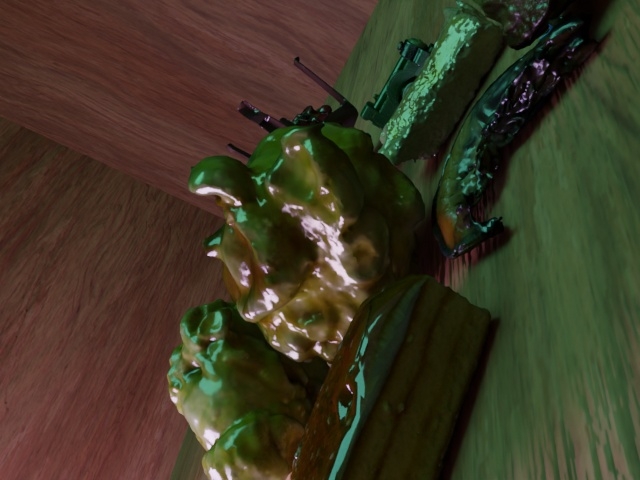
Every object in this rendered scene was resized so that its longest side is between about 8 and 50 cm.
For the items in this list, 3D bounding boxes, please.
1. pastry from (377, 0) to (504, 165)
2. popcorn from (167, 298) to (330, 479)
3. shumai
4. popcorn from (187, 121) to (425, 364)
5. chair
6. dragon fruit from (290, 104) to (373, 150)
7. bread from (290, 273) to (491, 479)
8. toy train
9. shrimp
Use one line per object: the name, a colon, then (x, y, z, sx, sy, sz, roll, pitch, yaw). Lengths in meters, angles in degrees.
pastry: (0.173, -0.218, 1.117, 0.121, 0.089, 0.258, -102, 36, -70)
popcorn: (-0.086, 0.216, 1.081, 0.174, 0.225, 0.286, -49, 53, 32)
shumai: (0.233, -0.274, 0.817, 0.123, 0.105, 0.139, -46, 18, -3)
popcorn: (0.000, -0.009, 0.974, 0.279, 0.274, 0.336, -46, -39, -62)
chair: (0.016, -0.149, 1.359, 0.183, 0.326, 0.176, -41, -17, -40)
dragon fruit: (-0.002, -0.166, 1.625, 0.218, 0.198, 0.273, -50, 0, -32)
bread: (0.053, 0.161, 0.722, 0.184, 0.110, 0.234, 138, 154, -70)
toy train: (0.152, -0.264, 1.319, 0.178, 0.104, 0.071, -61, 6, 23)
shrimp: (0.191, -0.099, 0.800, 0.290, 0.054, 0.222, -57, 12, 43)
